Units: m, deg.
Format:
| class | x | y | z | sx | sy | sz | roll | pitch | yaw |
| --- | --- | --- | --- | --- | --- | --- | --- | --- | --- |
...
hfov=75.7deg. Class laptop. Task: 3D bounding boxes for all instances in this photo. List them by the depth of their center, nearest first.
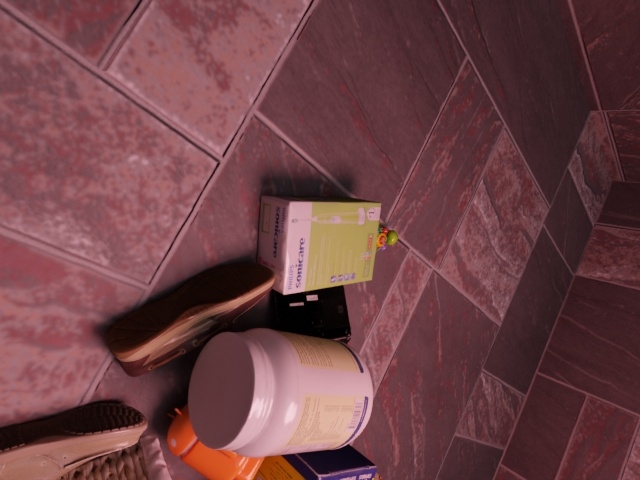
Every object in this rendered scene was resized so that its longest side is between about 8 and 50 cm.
| class | x | y | z | sx | sy | sz | roll | pitch | yaw |
| --- | --- | --- | --- | --- | --- | --- | --- | --- | --- |
| laptop | -0.048 | 0.238 | 1.092 | 0.235 | 0.137 | 0.263 | 1 | 75 | -41 |

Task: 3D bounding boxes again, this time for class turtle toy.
| class | x | y | z | sx | sy | sz | roll | pitch | yaw |
| --- | --- | --- | --- | --- | --- | --- | --- | --- | --- |
| turtle toy | 0.165 | -0.008 | 1.173 | 0.130 | 0.066 | 0.095 | -6 | 105 | -40 |

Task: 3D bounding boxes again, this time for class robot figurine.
| class | x | y | z | sx | sy | sz | roll | pitch | yaw |
| --- | --- | --- | --- | --- | --- | --- | --- | --- | --- |
| robot figurine | -0.228 | 0.424 | 0.872 | 0.219 | 0.158 | 0.128 | 39 | 95 | -7 |

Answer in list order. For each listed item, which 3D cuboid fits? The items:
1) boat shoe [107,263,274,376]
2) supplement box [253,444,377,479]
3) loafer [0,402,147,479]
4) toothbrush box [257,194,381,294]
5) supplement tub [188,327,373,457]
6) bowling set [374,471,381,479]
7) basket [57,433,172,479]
| class | x | y | z | sx | sy | sz | roll | pitch | yaw |
| --- | --- | --- | --- | --- | --- | --- | --- | --- | --- |
| boat shoe | -0.243 | 0.161 | 0.844 | 0.342 | 0.123 | 0.123 | -30 | 133 | -32 |
| supplement box | -0.053 | 0.631 | 0.921 | 0.194 | 0.195 | 0.355 | 20 | 87 | -42 |
| loafer | -0.451 | 0.364 | 0.726 | 0.269 | 0.102 | 0.091 | 1 | 102 | -31 |
| toothbrush box | 0.000 | 0.000 | 0.996 | 0.284 | 0.122 | 0.205 | -5 | 105 | -41 |
| supplement tub | -0.072 | 0.306 | 0.841 | 0.325 | 0.236 | 0.235 | 23 | 86 | -44 |
| bowling set | 0.114 | 0.747 | 1.264 | 0.154 | 0.287 | 0.199 | 34 | 45 | -47 |
| basket | -0.362 | 0.597 | 0.693 | 0.267 | 0.328 | 0.330 | -11 | 115 | -30 |
